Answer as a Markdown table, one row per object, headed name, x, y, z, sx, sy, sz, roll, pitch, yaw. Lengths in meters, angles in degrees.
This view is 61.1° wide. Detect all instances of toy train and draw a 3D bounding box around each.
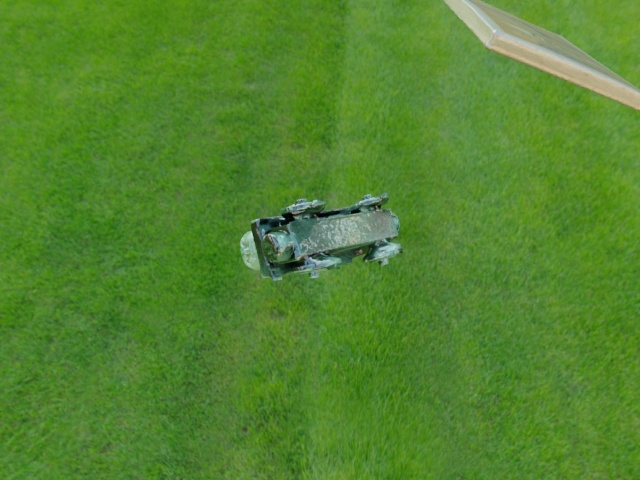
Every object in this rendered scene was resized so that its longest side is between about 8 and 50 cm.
| name | x | y | z | sx | sy | sz | roll | pitch | yaw |
| --- | --- | --- | --- | --- | --- | --- | --- | --- | --- |
| toy train | 0.000 | -0.001 | 0.612 | 0.200 | 0.132 | 0.083 | -7 | 85 | -45 |

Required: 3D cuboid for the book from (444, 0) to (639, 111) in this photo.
| name | x | y | z | sx | sy | sz | roll | pitch | yaw |
| --- | --- | --- | --- | --- | --- | --- | --- | --- | --- |
| book | 0.211 | -0.200 | 0.540 | 0.170 | 0.018 | 0.242 | 18 | 32 | -12 |
